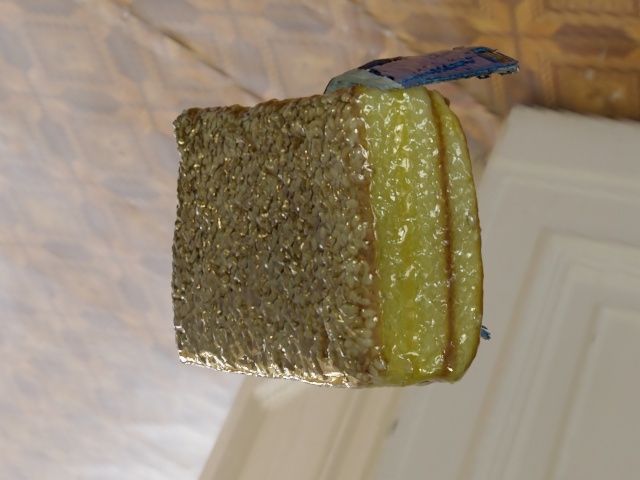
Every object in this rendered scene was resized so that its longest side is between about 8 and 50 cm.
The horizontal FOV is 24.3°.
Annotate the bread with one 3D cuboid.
[{"bbox_3d":[0.000,0.000,0.949,0.110,0.184,0.234,-4,-177,-34],"label":"bread"}]

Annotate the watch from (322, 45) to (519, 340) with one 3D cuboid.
[{"bbox_3d":[0.078,-0.025,1.287,0.068,0.274,0.276,11,104,31],"label":"watch"}]
